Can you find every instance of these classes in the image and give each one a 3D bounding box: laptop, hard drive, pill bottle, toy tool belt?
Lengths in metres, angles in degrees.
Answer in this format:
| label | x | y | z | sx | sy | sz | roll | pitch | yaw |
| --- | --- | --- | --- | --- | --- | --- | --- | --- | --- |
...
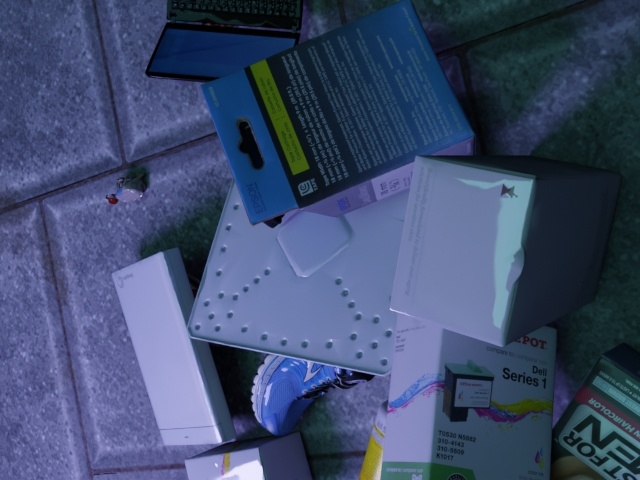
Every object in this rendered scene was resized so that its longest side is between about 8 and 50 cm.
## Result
| label | x | y | z | sx | sy | sz | roll | pitch | yaw |
| --- | --- | --- | --- | --- | --- | --- | --- | --- | --- |
| laptop | -0.150 | -0.388 | 1.400 | 0.234 | 0.136 | 0.264 | 6 | 101 | 3 |
| hard drive | -0.279 | 0.205 | 1.609 | 0.233 | 0.047 | 0.353 | -19 | 88 | 52 |
| pill bottle | 0.124 | 0.367 | 1.364 | 0.117 | 0.117 | 0.214 | 22 | 105 | 31 |
| toy tool belt | -0.384 | -0.104 | 1.716 | 0.083 | 0.052 | 0.051 | -15 | 54 | 31 |

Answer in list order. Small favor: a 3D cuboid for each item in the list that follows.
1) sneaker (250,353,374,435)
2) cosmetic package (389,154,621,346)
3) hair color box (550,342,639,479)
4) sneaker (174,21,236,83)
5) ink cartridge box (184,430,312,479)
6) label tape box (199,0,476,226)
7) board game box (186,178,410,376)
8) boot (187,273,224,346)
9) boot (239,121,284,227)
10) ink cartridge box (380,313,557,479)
| label | x | y | z | sx | sy | sz | roll | pitch | yaw |
| --- | --- | --- | --- | --- | --- | --- | --- | --- | --- |
| sneaker | 0.003 | 0.207 | 1.427 | 0.147 | 0.130 | 0.330 | 42 | 115 | 27 |
| cosmetic package | 0.250 | -0.005 | 1.100 | 0.155 | 0.366 | 0.196 | 16 | 102 | 32 |
| hair color box | 0.384 | 0.350 | 1.190 | 0.185 | 0.114 | 0.374 | 36 | 113 | 27 |
| sneaker | -0.211 | -0.430 | 1.540 | 0.121 | 0.108 | 0.302 | 36 | 104 | 27 |
| ink cartridge box | -0.121 | 0.419 | 1.516 | 0.176 | 0.128 | 0.127 | -17 | 84 | 32 |
| label tape box | 0.025 | -0.172 | 1.265 | 0.334 | 0.106 | 0.240 | -22 | 73 | 2 |
| board game box | 0.000 | 0.000 | 1.373 | 0.390 | 0.050 | 0.389 | 6 | 73 | 33 |
| boot | -0.224 | 0.131 | 1.617 | 0.158 | 0.059 | 0.084 | 40 | 109 | 26 |
| boot | -0.040 | -0.164 | 1.374 | 0.207 | 0.094 | 0.246 | -32 | 48 | 20 |
| ink cartridge box | 0.202 | 0.235 | 1.166 | 0.117 | 0.201 | 0.278 | -23 | 55 | 59 |
